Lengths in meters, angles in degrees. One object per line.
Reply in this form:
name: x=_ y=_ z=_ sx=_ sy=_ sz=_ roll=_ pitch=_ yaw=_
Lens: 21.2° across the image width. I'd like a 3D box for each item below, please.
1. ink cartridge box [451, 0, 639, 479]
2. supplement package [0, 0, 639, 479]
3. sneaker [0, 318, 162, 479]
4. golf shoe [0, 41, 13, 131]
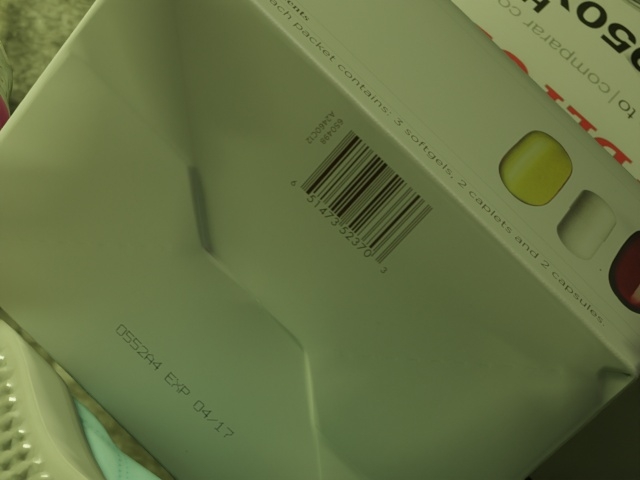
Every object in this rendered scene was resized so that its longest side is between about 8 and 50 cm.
ink cartridge box: x=0.196 y=-0.065 z=0.980 sx=0.285 sy=0.166 sz=0.395 roll=42 pitch=48 yaw=4
supplement package: x=0.000 y=0.000 z=0.770 sx=0.262 sy=0.204 sz=0.145 roll=44 pitch=30 yaw=2
sneaker: x=-0.099 y=0.152 z=0.714 sx=0.135 sy=0.150 sz=0.366 roll=-47 pitch=33 yaw=-4
golf shoe: x=-0.319 y=-0.111 z=0.952 sx=0.306 sy=0.115 sz=0.140 roll=16 pitch=33 yaw=-11
